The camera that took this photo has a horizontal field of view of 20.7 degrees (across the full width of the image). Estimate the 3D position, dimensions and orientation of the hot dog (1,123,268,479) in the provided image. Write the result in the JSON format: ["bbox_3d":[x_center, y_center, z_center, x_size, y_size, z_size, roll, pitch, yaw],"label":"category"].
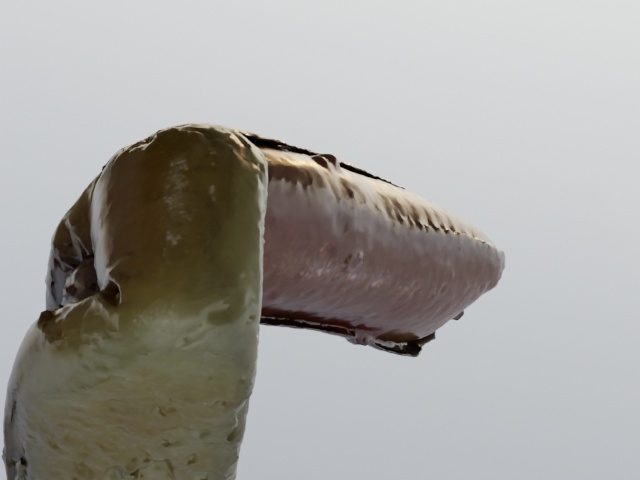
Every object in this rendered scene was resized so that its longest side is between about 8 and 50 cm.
[{"bbox_3d":[-0.059,0.063,0.550,0.073,0.242,0.084,8,-131,-1],"label":"hot dog"}]

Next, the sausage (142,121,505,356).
[{"bbox_3d":[0.000,0.000,0.976,0.102,0.102,0.330,16,179,33],"label":"sausage"}]
